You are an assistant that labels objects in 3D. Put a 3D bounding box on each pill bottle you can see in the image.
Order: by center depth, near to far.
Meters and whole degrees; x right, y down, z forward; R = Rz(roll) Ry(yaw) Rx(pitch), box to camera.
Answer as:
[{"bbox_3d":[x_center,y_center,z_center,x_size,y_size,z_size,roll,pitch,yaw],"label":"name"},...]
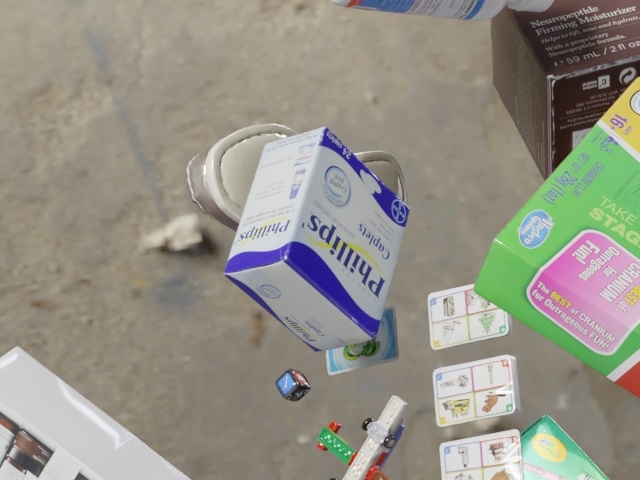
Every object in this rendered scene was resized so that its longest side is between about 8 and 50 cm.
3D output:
[{"bbox_3d":[0.122,-0.282,1.677,0.221,0.124,0.124,3,77,-17],"label":"pill bottle"}]

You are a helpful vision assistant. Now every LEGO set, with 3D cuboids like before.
[{"bbox_3d":[0.071,0.148,1.470,0.060,0.244,0.182,21,60,-52],"label":"LEGO set"}]

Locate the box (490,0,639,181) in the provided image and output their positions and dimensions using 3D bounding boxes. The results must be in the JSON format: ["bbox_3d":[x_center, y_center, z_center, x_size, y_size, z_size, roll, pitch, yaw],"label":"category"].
[{"bbox_3d":[0.296,-0.195,1.880,0.203,0.168,0.167,-111,-172,-45],"label":"box"}]

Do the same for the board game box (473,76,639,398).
[{"bbox_3d":[0.312,0.036,1.284,0.242,0.316,0.064,-46,162,-38],"label":"board game box"}]

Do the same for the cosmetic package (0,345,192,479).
[{"bbox_3d":[-0.145,0.186,1.144,0.239,0.099,0.060,36,33,8],"label":"cosmetic package"}]

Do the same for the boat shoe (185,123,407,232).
[{"bbox_3d":[-0.034,-0.047,1.653,0.324,0.096,0.117,0,85,-57],"label":"boat shoe"}]

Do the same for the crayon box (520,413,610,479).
[{"bbox_3d":[0.324,0.339,1.900,0.081,0.278,0.165,-39,150,-4],"label":"crayon box"}]

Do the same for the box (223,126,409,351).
[{"bbox_3d":[0.000,0.000,1.402,0.126,0.072,0.137,42,50,-35],"label":"box"}]
